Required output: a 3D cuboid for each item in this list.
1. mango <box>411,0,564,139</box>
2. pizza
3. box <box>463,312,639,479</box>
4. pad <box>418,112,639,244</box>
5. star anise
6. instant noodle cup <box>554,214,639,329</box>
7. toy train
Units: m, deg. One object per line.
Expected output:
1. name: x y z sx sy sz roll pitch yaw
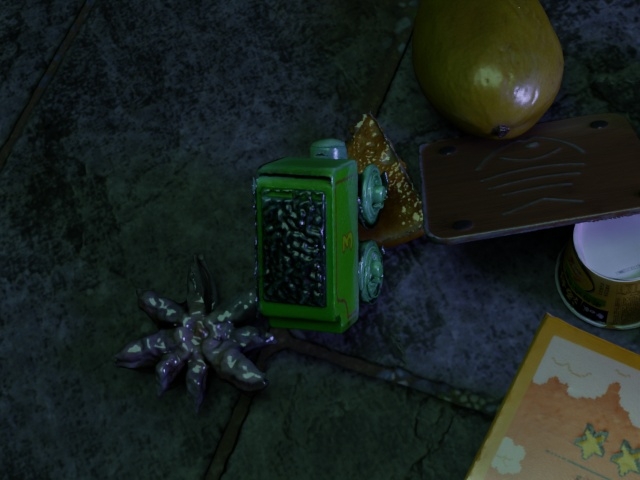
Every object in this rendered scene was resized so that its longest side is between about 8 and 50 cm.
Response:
1. mango: 0.220 -0.274 1.441 0.195 0.142 0.331 -16 51 2
2. pizza: 0.074 -0.076 1.416 0.201 0.053 0.193 7 78 24
3. box: 0.306 0.259 1.070 0.260 0.283 0.213 25 73 23
4. pad: 0.269 -0.086 1.319 0.287 0.018 0.284 -9 28 8
5. star anise: -0.149 0.125 1.350 0.229 0.093 0.236 -40 61 -8
6. instant noodle cup: 0.362 0.020 1.269 0.152 0.122 0.151 -6 64 11
7. toy train: 0.000 0.000 1.294 0.133 0.188 0.243 4 105 21
